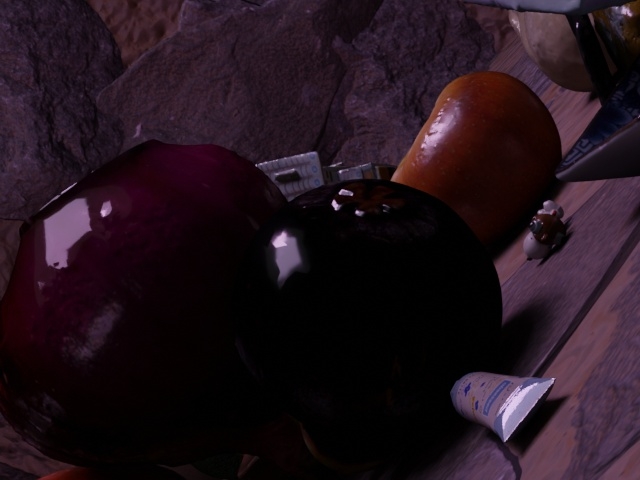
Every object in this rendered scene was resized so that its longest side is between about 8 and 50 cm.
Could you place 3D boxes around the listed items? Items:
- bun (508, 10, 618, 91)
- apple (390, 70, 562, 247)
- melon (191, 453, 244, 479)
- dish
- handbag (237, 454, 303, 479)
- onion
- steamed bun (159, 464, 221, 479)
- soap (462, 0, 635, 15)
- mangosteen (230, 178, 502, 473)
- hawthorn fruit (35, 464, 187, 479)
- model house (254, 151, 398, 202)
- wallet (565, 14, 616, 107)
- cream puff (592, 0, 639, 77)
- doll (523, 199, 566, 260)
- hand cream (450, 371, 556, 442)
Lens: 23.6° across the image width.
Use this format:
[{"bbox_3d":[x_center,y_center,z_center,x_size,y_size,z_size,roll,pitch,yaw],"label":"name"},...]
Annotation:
[{"bbox_3d":[0.394,-0.380,2.059,0.360,0.211,0.360,-48,4,4],"label":"bun"},{"bbox_3d":[0.193,-0.088,1.887,0.235,0.173,0.210,-58,1,41],"label":"apple"},{"bbox_3d":[-0.101,0.223,2.092,0.288,0.182,0.182,-45,6,34],"label":"melon"},{"bbox_3d":[0.338,-0.143,1.400,0.243,0.080,0.182,-52,5,-26],"label":"dish"},{"bbox_3d":[-0.017,0.231,1.901,0.193,0.072,0.151,-51,4,3],"label":"handbag"},{"bbox_3d":[-0.143,0.124,1.664,0.398,0.420,0.398,-38,-16,-14],"label":"onion"},{"bbox_3d":[-0.217,0.194,2.307,0.374,0.241,0.374,-33,-35,-27],"label":"steamed bun"},{"bbox_3d":[0.335,-0.350,1.558,0.446,0.156,0.261,-19,23,-32],"label":"soap"},{"bbox_3d":[0.042,0.095,1.473,0.275,0.275,0.302,-57,-25,-60],"label":"mangosteen"},{"bbox_3d":[-0.265,0.387,1.746,0.311,0.295,0.295,-46,3,-18],"label":"hawthorn fruit"},{"bbox_3d":[0.000,0.000,2.187,0.198,0.224,0.215,-15,-8,41],"label":"model house"},{"bbox_3d":[0.325,-0.209,1.804,0.030,0.146,0.285,-20,12,11],"label":"wallet"},{"bbox_3d":[0.377,-0.255,1.738,0.116,0.146,0.146,-29,4,0],"label":"cream puff"},{"bbox_3d":[0.240,-0.015,1.606,0.085,0.040,0.058,-54,-5,-42],"label":"doll"},{"bbox_3d":[0.144,0.132,1.247,0.065,0.043,0.170,-51,9,-8],"label":"hand cream"}]
